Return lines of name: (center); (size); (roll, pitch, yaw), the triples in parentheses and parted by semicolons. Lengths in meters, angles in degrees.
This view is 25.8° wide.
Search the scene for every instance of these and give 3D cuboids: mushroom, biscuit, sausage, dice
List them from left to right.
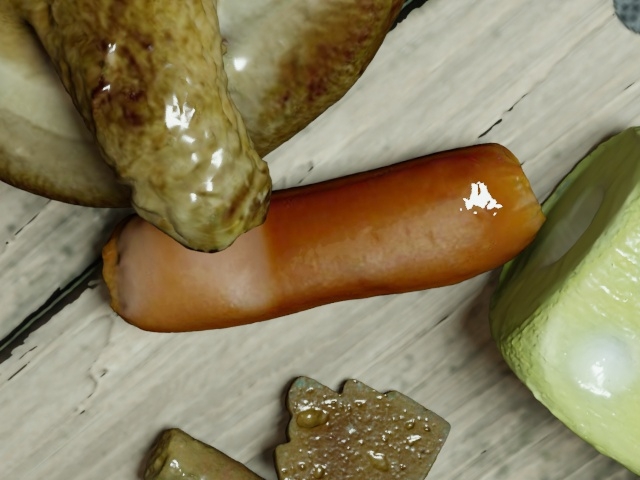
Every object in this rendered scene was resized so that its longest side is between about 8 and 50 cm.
mushroom: (-0.119, -0.178, 0.829); (0.345, 0.239, 0.345); (-1, 94, -13)
sausage: (0.000, 0.000, 0.938); (0.300, 0.083, 0.089); (-11, 102, 10)
biscuit: (0.031, 0.149, 0.994); (0.129, 0.019, 0.119); (-9, 70, -9)
dice: (0.220, 0.042, 0.892); (0.169, 0.169, 0.166); (36, 108, -8)

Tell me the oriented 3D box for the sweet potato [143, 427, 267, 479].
sweet potato: (0.047, 0.248, 1.012); (0.385, 0.109, 0.109); (21, 109, -3)
